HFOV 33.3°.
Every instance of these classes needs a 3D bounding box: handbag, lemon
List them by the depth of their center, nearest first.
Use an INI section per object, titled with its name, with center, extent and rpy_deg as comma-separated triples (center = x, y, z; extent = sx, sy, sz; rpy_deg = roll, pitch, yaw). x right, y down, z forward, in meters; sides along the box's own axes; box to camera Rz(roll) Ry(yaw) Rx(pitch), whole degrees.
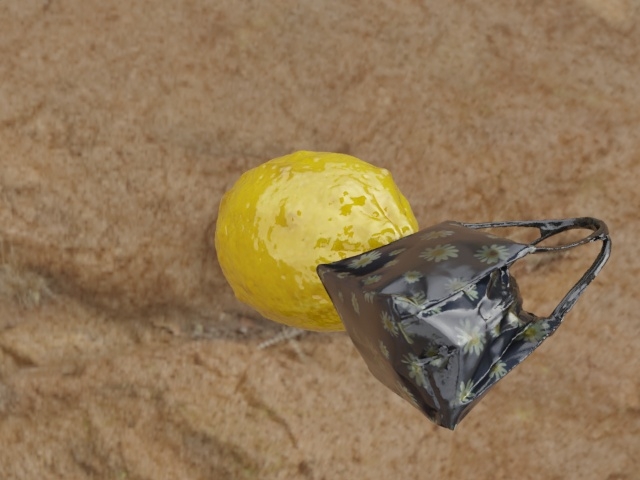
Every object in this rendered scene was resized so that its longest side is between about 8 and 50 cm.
[handbag]
center = 0.083, 0.024, 0.527
extent = 0.139, 0.115, 0.072
rpy_deg = -25, 103, -13
[lemon]
center = 0.000, 0.000, 0.674
extent = 0.155, 0.114, 0.114
rpy_deg = 8, 43, 42
